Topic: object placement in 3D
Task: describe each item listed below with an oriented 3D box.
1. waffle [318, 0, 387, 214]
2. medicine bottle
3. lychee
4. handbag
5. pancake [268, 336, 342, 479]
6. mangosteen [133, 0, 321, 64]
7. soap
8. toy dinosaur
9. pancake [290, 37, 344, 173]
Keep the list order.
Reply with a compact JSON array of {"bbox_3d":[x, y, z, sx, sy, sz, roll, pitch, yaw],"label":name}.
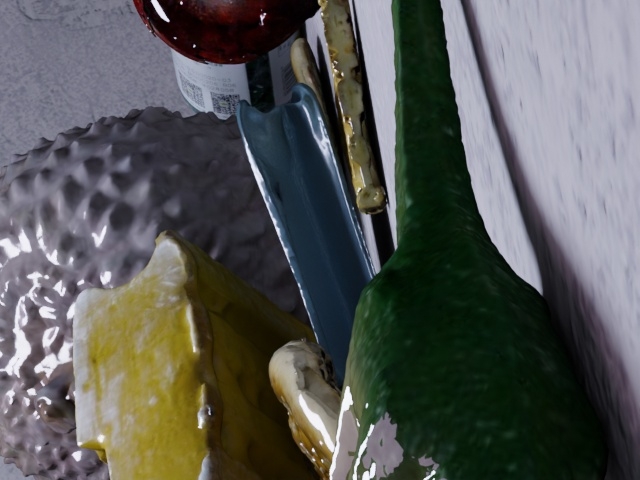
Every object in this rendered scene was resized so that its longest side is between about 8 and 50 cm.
[{"bbox_3d":[0.021,-0.103,1.184,0.097,0.023,0.152,-105,5,-52],"label":"waffle"},{"bbox_3d":[-0.093,-0.249,1.758,0.293,0.141,0.141,83,176,-59],"label":"medicine bottle"},{"bbox_3d":[-0.155,0.055,1.602,0.432,0.380,0.380,-53,-42,-61],"label":"lychee"},{"bbox_3d":[0.000,0.000,1.298,0.179,0.062,0.229,109,142,-88],"label":"handbag"},{"bbox_3d":[0.036,0.178,1.117,0.282,0.049,0.282,59,171,15],"label":"pancake"},{"bbox_3d":[-0.069,-0.227,1.374,0.180,0.166,0.166,-47,-49,-61],"label":"mangosteen"},{"bbox_3d":[-0.047,0.164,1.314,0.281,0.143,0.259,42,-156,-43],"label":"soap"},{"bbox_3d":[0.058,0.006,0.591,0.447,0.087,0.300,-133,52,-75],"label":"toy dinosaur"},{"bbox_3d":[-0.004,-0.114,1.613,0.158,0.028,0.158,166,90,-89],"label":"pancake"}]
